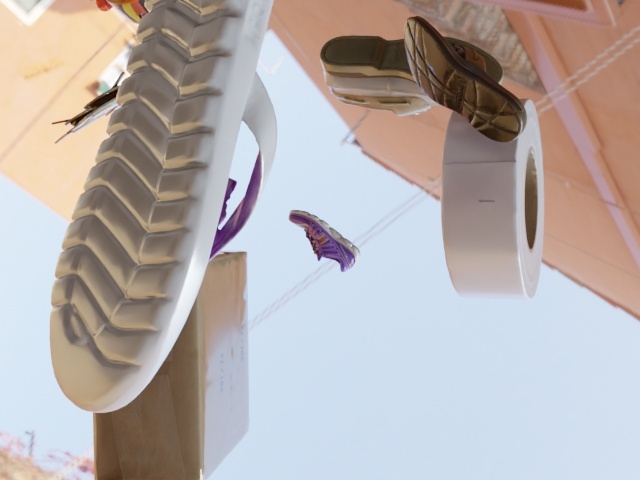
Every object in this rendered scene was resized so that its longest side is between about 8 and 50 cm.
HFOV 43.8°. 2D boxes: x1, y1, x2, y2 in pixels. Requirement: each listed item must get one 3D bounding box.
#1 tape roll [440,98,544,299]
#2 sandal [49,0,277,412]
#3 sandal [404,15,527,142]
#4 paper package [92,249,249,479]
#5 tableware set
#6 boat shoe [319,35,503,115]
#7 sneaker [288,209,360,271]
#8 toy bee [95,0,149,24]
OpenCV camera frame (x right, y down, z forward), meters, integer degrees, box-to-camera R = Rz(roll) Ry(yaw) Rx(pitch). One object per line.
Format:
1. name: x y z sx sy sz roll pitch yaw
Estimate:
1. tape roll: 0.251 -0.057 1.128 0.100 0.286 0.286 1 -122 23
2. sandal: -0.091 -0.062 0.602 0.169 0.102 0.416 22 -86 48
3. sandal: 0.185 -0.208 1.003 0.060 0.090 0.219 -29 -124 -26
4. paper package: -0.222 0.181 1.237 0.168 0.309 0.324 -2 -89 8
5. tableware set: -0.389 -0.229 1.363 0.128 0.039 0.194 -39 -165 -33
6. boat shoe: 0.151 -0.267 1.316 0.302 0.103 0.113 13 -123 20
7. sneaker: 0.000 0.000 1.597 0.170 0.068 0.071 38 -94 3
8. toy bee: -0.213 -0.337 0.969 0.162 0.195 0.298 7 -125 25
